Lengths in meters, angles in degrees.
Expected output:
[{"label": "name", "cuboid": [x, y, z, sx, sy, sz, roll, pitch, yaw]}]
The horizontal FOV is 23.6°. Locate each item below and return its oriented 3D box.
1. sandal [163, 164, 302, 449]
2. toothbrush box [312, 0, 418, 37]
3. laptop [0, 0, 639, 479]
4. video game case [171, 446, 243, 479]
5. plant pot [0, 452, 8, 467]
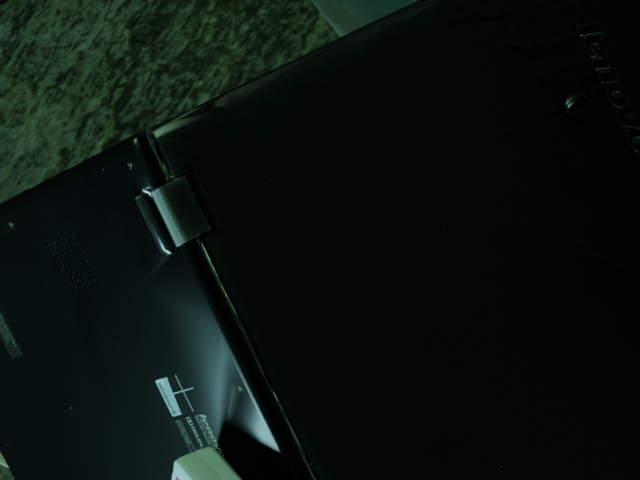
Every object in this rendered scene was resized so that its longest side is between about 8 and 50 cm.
[{"label": "sandal", "cuboid": [-0.019, 0.046, 1.019, 0.120, 0.086, 0.303, -44, 71, 3]}, {"label": "toothbrush box", "cuboid": [0.076, -0.215, 1.052, 0.216, 0.295, 0.126, 22, 71, 45]}, {"label": "laptop", "cuboid": [0.032, 0.092, 0.850, 0.236, 0.382, 0.408, -29, 6, -42]}, {"label": "video game case", "cuboid": [0.006, 0.258, 0.719, 0.025, 0.204, 0.285, -17, 41, -31]}, {"label": "plant pot", "cuboid": [-0.212, 0.111, 1.156, 0.109, 0.109, 0.096, 11, 52, 41]}]
